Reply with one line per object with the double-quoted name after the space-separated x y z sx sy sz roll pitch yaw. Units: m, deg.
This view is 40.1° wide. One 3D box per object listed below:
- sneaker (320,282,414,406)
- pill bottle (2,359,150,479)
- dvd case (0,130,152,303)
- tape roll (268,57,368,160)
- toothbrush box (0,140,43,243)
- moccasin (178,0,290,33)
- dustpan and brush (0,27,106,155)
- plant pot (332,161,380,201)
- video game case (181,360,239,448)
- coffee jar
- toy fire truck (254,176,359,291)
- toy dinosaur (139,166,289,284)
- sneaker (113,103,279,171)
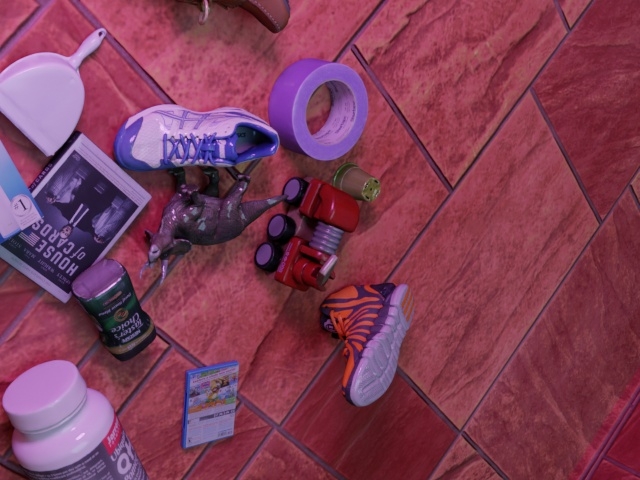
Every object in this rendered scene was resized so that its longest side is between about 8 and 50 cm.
0.072 0.215 1.851 0.321 0.180 0.124 -58 140 -44 "sneaker"
-0.419 0.367 1.510 0.176 0.176 0.318 -34 125 -26 "pill bottle"
-0.418 -0.037 1.464 0.238 0.029 0.179 -54 131 -12 "dvd case"
-0.003 -0.255 1.701 0.189 0.080 0.189 -16 116 -36 "tape roll"
-0.571 -0.109 1.243 0.216 0.126 0.295 -36 124 -25 "toothbrush box"
-0.204 -0.439 1.425 0.380 0.139 0.147 26 95 -45 "moccasin"
-0.407 -0.257 1.383 0.211 0.060 0.147 -46 131 -9 "dustpan and brush"
0.082 -0.114 1.824 0.083 0.079 0.083 -16 116 -35 "plant pot"
-0.223 0.331 1.773 0.119 0.015 0.166 -6 110 -38 "video game case"
-0.355 0.125 1.524 0.096 0.079 0.184 -40 139 -22 "coffee jar"
0.000 0.000 1.683 0.158 0.246 0.217 24 90 -43 "toy fire truck"
-0.207 -0.048 1.602 0.313 0.121 0.160 -17 128 -40 "toy dinosaur"
-0.208 -0.177 1.523 0.296 0.131 0.112 -16 117 -34 "sneaker"
